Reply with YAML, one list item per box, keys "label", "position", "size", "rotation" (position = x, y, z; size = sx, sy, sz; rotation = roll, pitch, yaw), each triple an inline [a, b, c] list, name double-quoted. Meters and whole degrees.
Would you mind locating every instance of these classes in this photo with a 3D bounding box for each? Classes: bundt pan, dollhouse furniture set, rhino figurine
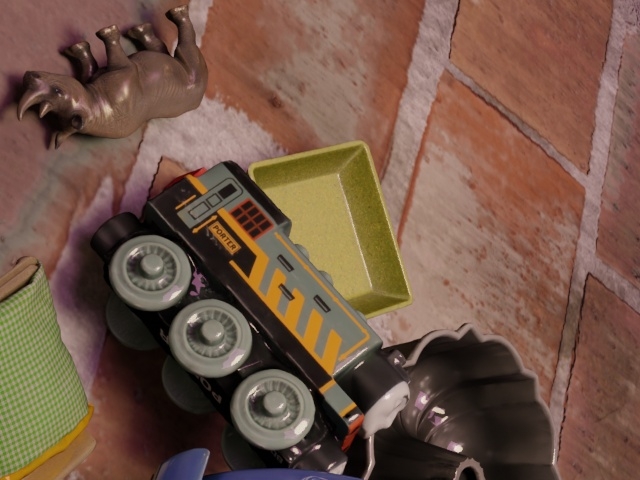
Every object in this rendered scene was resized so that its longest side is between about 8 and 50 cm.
- label: "bundt pan"
  position: [0.108, 0.252, 1.703]
  size: [0.331, 0.124, 0.331]
  rotation: [4, 84, -47]
- label: "dollhouse furniture set"
  position: [-0.259, 0.173, 1.345]
  size: [0.301, 0.151, 0.197]
  rotation: [-43, 133, -45]
- label: "rhino figurine"
  position: [-0.204, -0.155, 1.617]
  size: [0.243, 0.073, 0.106]
  rotation: [-26, 93, -45]

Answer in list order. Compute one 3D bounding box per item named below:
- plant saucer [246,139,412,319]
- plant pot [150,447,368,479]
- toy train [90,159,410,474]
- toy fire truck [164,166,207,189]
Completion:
- label: "plant saucer"
  position: [0.000, 0.000, 1.718]
  size: [0.188, 0.045, 0.188]
  rotation: [-15, 88, -47]
- label: "plant pot"
  position: [-0.081, 0.326, 1.442]
  size: [0.212, 0.236, 0.236]
  rotation: [20, 59, -5]
- label: "toy train"
  position: [-0.066, 0.079, 1.543]
  size: [0.190, 0.142, 0.334]
  rotation: [-37, 73, -23]
- label: "toy fire truck"
  position: [-0.069, -0.004, 1.718]
  size: [0.135, 0.047, 0.192]
  rotation: [-39, 105, -44]
